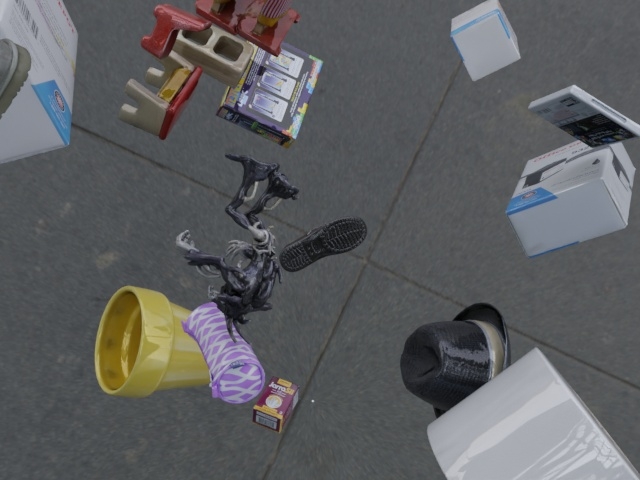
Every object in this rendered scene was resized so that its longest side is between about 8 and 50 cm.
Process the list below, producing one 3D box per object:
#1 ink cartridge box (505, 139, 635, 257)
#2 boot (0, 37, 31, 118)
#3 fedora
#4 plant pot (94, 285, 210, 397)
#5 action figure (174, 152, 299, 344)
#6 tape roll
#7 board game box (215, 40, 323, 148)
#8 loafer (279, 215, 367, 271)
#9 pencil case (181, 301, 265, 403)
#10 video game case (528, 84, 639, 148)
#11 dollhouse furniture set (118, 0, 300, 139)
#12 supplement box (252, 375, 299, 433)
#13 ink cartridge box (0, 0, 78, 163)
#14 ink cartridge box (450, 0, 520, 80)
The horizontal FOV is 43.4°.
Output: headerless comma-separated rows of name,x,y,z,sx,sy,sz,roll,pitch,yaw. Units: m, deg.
ink cartridge box,0.566,-0.112,1.804,0.223,0.307,0.129,-22,106,32
boot,-0.370,-0.136,0.656,0.076,0.208,0.189,38,100,36
fedora,0.271,0.266,1.743,0.153,0.334,0.333,16,78,-15
plant pot,-0.370,0.249,1.899,0.239,0.254,0.253,14,76,-36
action figure,-0.126,0.015,1.238,0.141,0.164,0.275,11,84,29
tape roll,0.266,0.272,0.950,0.169,0.246,0.246,-39,81,9
board game box,-0.087,-0.266,1.403,0.141,0.048,0.170,24,67,-13
loafer,0.000,0.000,1.823,0.220,0.078,0.080,-21,102,-14
pencil case,-0.158,0.180,1.294,0.088,0.206,0.086,-20,120,-13
video game case,0.532,-0.246,1.621,0.173,0.190,0.022,29,85,-9
dollhouse furniture set,-0.122,-0.318,1.138,0.152,0.201,0.374,26,53,-5
supplement box,-0.078,0.288,1.411,0.055,0.043,0.083,18,40,13
ink cartridge box,-0.457,-0.259,1.072,0.197,0.198,0.270,-14,47,2
ink cartridge box,0.289,-0.359,1.413,0.090,0.143,0.092,-24,113,22
